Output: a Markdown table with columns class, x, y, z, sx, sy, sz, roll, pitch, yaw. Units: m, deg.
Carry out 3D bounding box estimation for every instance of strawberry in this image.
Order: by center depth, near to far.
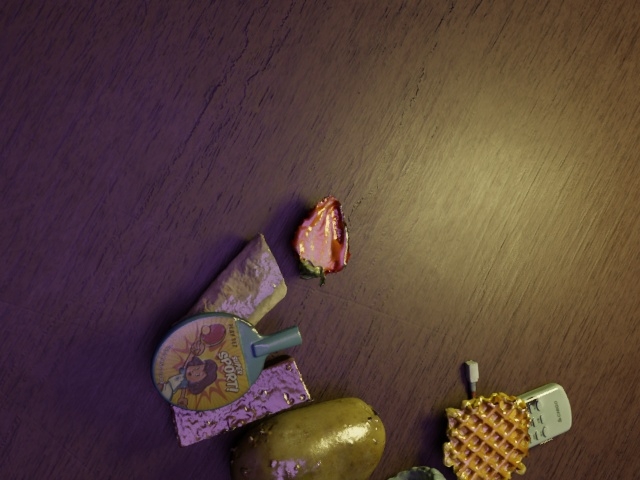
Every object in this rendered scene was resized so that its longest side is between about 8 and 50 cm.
| class | x | y | z | sx | sy | sz | roll | pitch | yaw |
| --- | --- | --- | --- | --- | --- | --- | --- | --- | --- |
| strawberry | -0.002 | 0.003 | 1.680 | 0.140 | 0.085 | 0.192 | -18 | 94 | -8 |

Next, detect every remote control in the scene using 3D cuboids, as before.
| class | x | y | z | sx | sy | sz | roll | pitch | yaw |
| --- | --- | --- | --- | --- | --- | --- | --- | --- | --- |
| remote control | 0.515 | 0.476 | 1.890 | 0.296 | 0.056 | 0.140 | -17 | 100 | -15 |

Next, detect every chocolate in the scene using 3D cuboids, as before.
| class | x | y | z | sx | sy | sz | roll | pitch | yaw |
| --- | --- | --- | --- | --- | --- | --- | --- | --- | --- |
| chocolate | -0.179 | 0.353 | 1.644 | 0.321 | 0.112 | 0.112 | -17 | 89 | -15 |

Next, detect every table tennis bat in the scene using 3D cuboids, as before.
| class | x | y | z | sx | sy | sz | roll | pitch | yaw |
| --- | --- | --- | --- | --- | --- | --- | --- | --- | --- |
| table tennis bat | -0.197 | 0.246 | 1.560 | 0.329 | 0.044 | 0.215 | -14 | 105 | -19 |

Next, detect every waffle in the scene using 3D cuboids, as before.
| class | x | y | z | sx | sy | sz | roll | pitch | yaw |
| --- | --- | --- | --- | --- | --- | --- | --- | --- | --- |
| waffle | 0.411 | 0.496 | 1.812 | 0.243 | 0.059 | 0.238 | -10 | 99 | -11 |

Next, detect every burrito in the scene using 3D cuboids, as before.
| class | x | y | z | sx | sy | sz | roll | pitch | yaw |
| --- | --- | --- | --- | --- | --- | --- | --- | --- | --- |
| burrito | -0.188 | 0.138 | 1.622 | 0.143 | 0.105 | 0.299 | 45 | 82 | -11 |

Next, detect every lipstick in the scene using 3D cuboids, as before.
| class | x | y | z | sx | sy | sz | roll | pitch | yaw |
| --- | --- | --- | --- | --- | --- | --- | --- | --- | --- |
| lipstick | 0.386 | 0.360 | 1.858 | 0.025 | 0.025 | 0.107 | -9 | 101 | -17 |

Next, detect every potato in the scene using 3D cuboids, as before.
| class | x | y | z | sx | sy | sz | roll | pitch | yaw |
| --- | --- | --- | --- | --- | --- | --- | --- | --- | --- |
| potato | -0.019 | 0.497 | 1.636 | 0.359 | 0.219 | 0.270 | -16 | 118 | -22 |

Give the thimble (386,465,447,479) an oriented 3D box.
| class | x | y | z | sx | sy | sz | roll | pitch | yaw |
| --- | --- | --- | --- | --- | --- | --- | --- | --- | --- |
| thimble | 0.220 | 0.666 | 1.730 | 0.250 | 0.205 | 0.172 | -33 | 102 | 9 |
